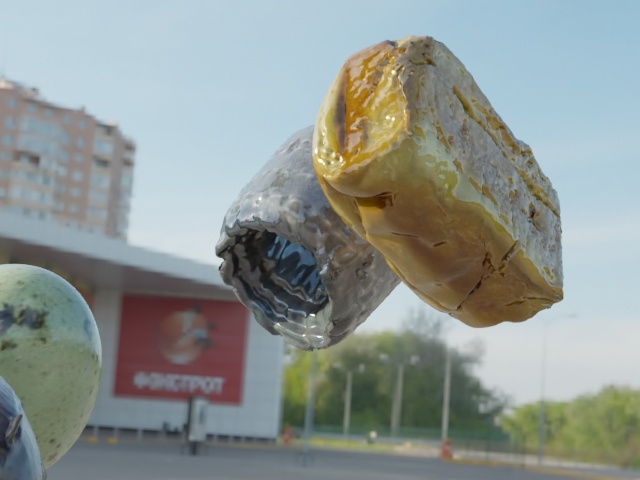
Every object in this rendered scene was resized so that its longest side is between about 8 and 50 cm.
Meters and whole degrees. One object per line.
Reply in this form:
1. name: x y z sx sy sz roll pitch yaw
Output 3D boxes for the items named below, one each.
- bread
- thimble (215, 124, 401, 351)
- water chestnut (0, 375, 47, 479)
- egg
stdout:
1. bread: 0.111 -0.043 1.148 0.132 0.166 0.294 -9 -35 38
2. thimble: 0.000 0.000 1.382 0.205 0.172 0.236 45 -30 -7
3. water chestnut: -0.398 0.219 1.049 0.302 0.350 0.350 44 -27 -23
4. egg: -0.462 0.192 1.816 0.288 0.287 0.379 7 -47 -18
